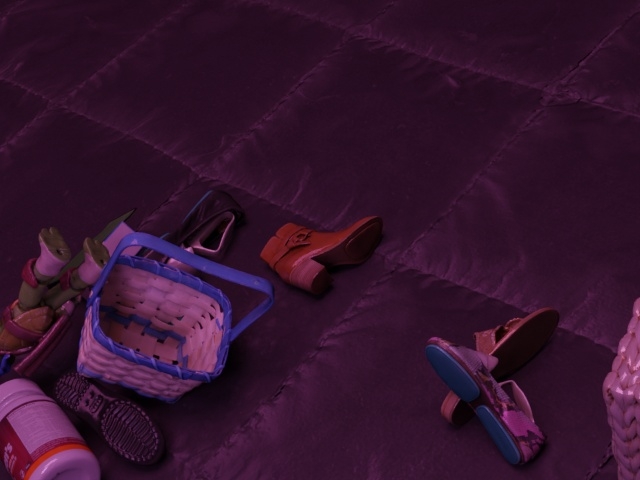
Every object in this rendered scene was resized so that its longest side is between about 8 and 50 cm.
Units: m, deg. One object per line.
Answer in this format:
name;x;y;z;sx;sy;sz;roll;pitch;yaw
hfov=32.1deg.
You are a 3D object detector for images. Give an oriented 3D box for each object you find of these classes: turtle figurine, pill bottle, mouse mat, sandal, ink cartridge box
turtle figurine;-0.485;0.069;1.846;0.266;0.198;0.274;-42;22;24
pill bottle;-0.441;0.319;1.740;0.121;0.121;0.221;-35;45;-16
mouse mat;-0.426;0.013;2.068;0.189;0.007;0.153;-48;15;-28
sandal;0.250;0.169;1.671;0.240;0.088;0.079;-43;47;-15
ink cartridge box;-0.386;0.050;1.997;0.061;0.181;0.104;40;59;-5

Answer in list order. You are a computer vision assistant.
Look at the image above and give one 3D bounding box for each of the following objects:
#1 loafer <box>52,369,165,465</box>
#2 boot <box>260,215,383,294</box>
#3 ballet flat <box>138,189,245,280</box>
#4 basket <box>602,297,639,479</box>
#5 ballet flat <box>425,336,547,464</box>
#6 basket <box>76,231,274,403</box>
loafer;-0.326;0.282;1.769;0.220;0.078;0.080;35;79;23
boot;0.000;0.000;1.945;0.197;0.073;0.152;-38;42;-22
ballet flat;-0.238;0.013;2.004;0.096;0.095;0.280;29;60;22
basket;0.530;0.188;1.373;0.266;0.331;0.328;9;50;30
ballet flat;0.239;0.214;1.576;0.079;0.077;0.221;-37;86;-27
basket;-0.245;0.112;1.730;0.289;0.255;0.201;-42;33;41
